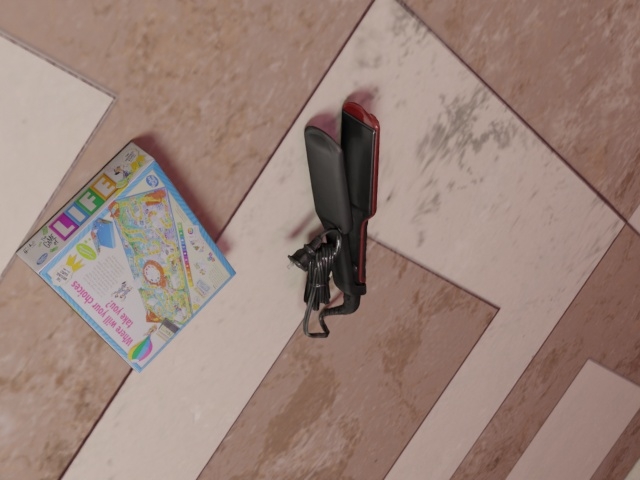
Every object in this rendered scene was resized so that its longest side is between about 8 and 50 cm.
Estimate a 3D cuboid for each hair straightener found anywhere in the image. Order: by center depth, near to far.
[{"bbox_3d":[0.000,0.000,0.938,0.089,0.047,0.230,-32,146,-30],"label":"hair straightener"}]

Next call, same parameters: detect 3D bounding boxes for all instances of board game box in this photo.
[{"bbox_3d":[-0.126,0.016,0.799,0.103,0.026,0.154,-46,147,-12],"label":"board game box"}]
